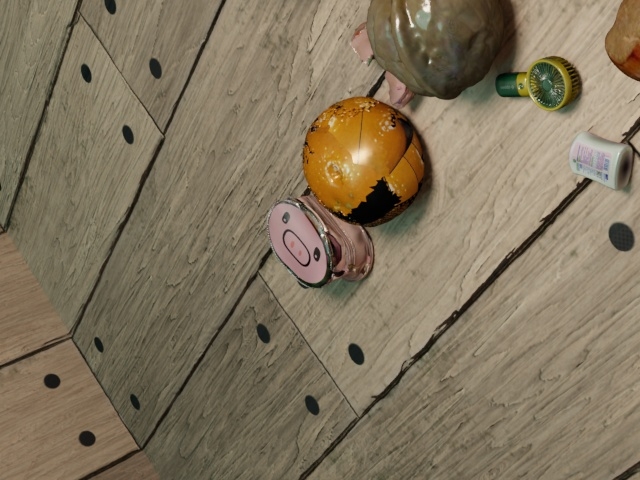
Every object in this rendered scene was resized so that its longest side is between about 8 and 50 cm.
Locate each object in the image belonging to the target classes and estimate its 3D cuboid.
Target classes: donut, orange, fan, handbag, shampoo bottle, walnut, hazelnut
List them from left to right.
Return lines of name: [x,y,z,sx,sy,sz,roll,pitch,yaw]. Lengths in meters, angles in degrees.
handbag: [-0.001,0.001,2.316,0.205,0.116,0.179,51,140,21]
orange: [0.076,-0.139,2.101,0.234,0.182,0.234,11,107,39]
donut: [0.126,-0.322,2.022,0.166,0.065,0.117,56,144,12]
walnut: [0.176,-0.332,1.829,0.224,0.224,0.224,28,129,40]
fan: [0.334,-0.245,1.827,0.155,0.039,0.082,8,116,51]
shampoo bottle: [0.419,-0.123,1.782,0.099,0.043,0.072,27,128,42]
hazelnut: [0.464,-0.275,1.582,0.143,0.143,0.154,56,150,14]
